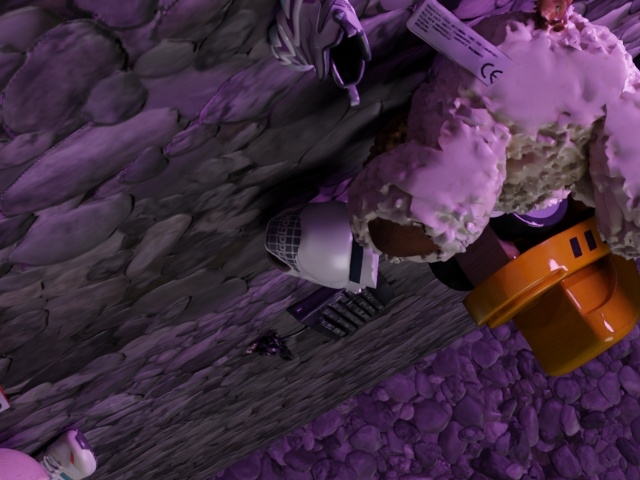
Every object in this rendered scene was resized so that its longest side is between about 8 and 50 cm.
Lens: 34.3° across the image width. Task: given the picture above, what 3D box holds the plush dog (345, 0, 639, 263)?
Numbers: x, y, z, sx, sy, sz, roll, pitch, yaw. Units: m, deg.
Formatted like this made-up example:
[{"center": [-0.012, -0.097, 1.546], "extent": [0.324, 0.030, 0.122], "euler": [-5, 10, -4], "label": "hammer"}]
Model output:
[{"center": [0.142, -0.088, 0.765], "extent": [0.262, 0.211, 0.225], "euler": [-2, 179, -4], "label": "plush dog"}]

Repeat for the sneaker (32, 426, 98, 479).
[{"center": [-0.324, 0.279, 1.242], "extent": [0.075, 0.057, 0.161], "euler": [-27, 170, -39], "label": "sneaker"}]

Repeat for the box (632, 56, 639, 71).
[{"center": [0.500, -0.124, 1.064], "extent": [0.182, 0.294, 0.296], "euler": [-17, 161, -46], "label": "box"}]

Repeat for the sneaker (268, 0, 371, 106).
[{"center": [0.003, -0.099, 0.560], "extent": [0.038, 0.069, 0.098], "euler": [-28, 166, -10], "label": "sneaker"}]

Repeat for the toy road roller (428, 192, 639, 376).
[{"center": [0.316, 0.016, 1.281], "extent": [0.329, 0.241, 0.202], "euler": [-23, 165, -30], "label": "toy road roller"}]

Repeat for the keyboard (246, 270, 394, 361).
[{"center": [0.007, 0.113, 1.423], "extent": [0.201, 0.033, 0.317], "euler": [-31, 166, 3], "label": "keyboard"}]

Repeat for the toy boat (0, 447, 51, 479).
[{"center": [-0.374, 0.294, 0.996], "extent": [0.267, 0.148, 0.318], "euler": [-24, 165, -27], "label": "toy boat"}]

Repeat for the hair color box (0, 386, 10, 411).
[{"center": [-0.276, 0.107, 0.759], "extent": [0.072, 0.043, 0.141], "euler": [-28, 167, -17], "label": "hair color box"}]

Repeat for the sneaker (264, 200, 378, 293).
[{"center": [0.000, 0.000, 0.916], "extent": [0.094, 0.090, 0.235], "euler": [2, 174, -1], "label": "sneaker"}]

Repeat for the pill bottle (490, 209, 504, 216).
[{"center": [0.195, -0.079, 1.052], "extent": [0.067, 0.067, 0.120], "euler": [-22, 164, -33], "label": "pill bottle"}]
